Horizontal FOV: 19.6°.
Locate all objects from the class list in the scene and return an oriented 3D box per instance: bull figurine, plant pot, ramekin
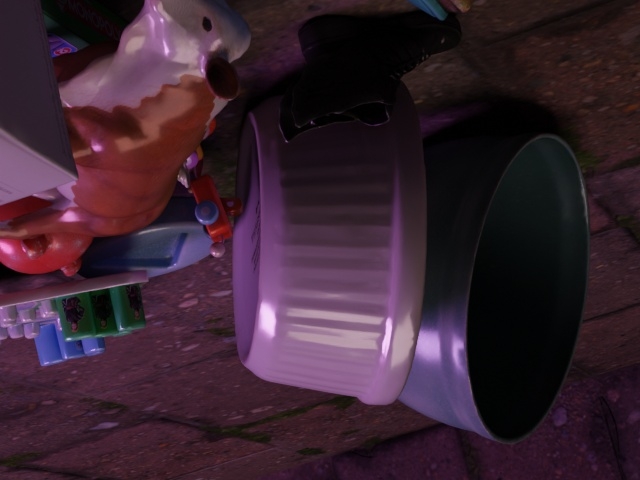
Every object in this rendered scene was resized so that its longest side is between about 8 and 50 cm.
[{"bbox_3d":[-0.154,-0.076,1.247,0.188,0.101,0.310,-5,158,-13],"label":"bull figurine"},{"bbox_3d":[0.114,0.032,1.767,0.196,0.293,0.293,9,176,29],"label":"plant pot"},{"bbox_3d":[0.000,0.000,1.529,0.127,0.272,0.273,1,162,-9],"label":"ramekin"}]

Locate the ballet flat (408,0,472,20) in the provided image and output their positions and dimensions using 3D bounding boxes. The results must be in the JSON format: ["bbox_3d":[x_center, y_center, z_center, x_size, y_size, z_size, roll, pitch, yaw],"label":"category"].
[{"bbox_3d":[0.025,-0.215,1.094,0.123,0.123,0.348,-22,165,26],"label":"ballet flat"}]

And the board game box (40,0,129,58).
[{"bbox_3d":[-0.305,-0.105,1.278,0.317,0.046,0.213,-18,165,14],"label":"board game box"}]

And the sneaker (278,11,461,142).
[{"bbox_3d":[0.041,-0.126,1.426,0.170,0.089,0.051,-5,162,-29],"label":"sneaker"}]

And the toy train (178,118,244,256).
[{"bbox_3d":[-0.093,-0.065,1.465,0.046,0.125,0.166,-21,160,-2],"label":"toy train"}]

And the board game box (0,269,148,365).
[{"bbox_3d":[-0.360,0.102,1.633,0.390,0.050,0.390,-10,176,-13],"label":"board game box"}]

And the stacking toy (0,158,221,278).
[{"bbox_3d":[-0.244,0.000,1.541,0.279,0.130,0.309,-22,162,24],"label":"stacking toy"}]

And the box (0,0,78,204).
[{"bbox_3d":[-0.237,-0.118,1.042,0.119,0.181,0.182,-17,164,11],"label":"box"}]
